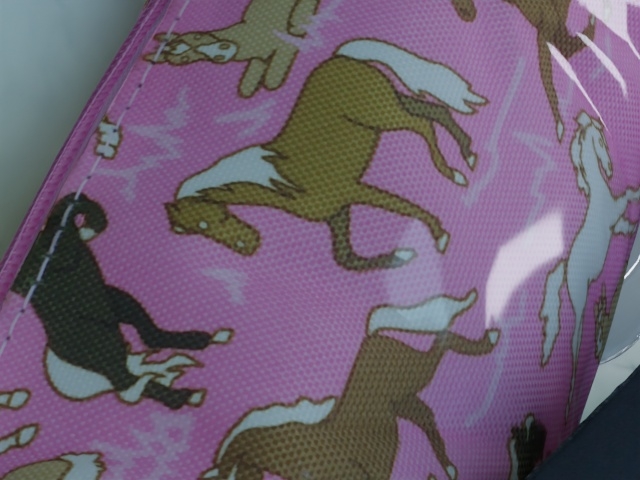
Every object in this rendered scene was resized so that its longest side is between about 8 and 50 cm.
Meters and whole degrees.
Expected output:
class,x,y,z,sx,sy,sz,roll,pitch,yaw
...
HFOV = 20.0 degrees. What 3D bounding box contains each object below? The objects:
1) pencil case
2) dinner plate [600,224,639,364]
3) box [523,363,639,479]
class,x,y,z,sx,sy,sz,roll,pitch,yaw
pencil case,0.000,0.000,0.508,0.167,0.160,0.386,69,37,-47
dinner plate,0.083,-0.022,0.665,0.141,0.017,0.141,13,67,-33
box,0.207,0.209,0.383,0.179,0.343,0.312,-38,134,-38
